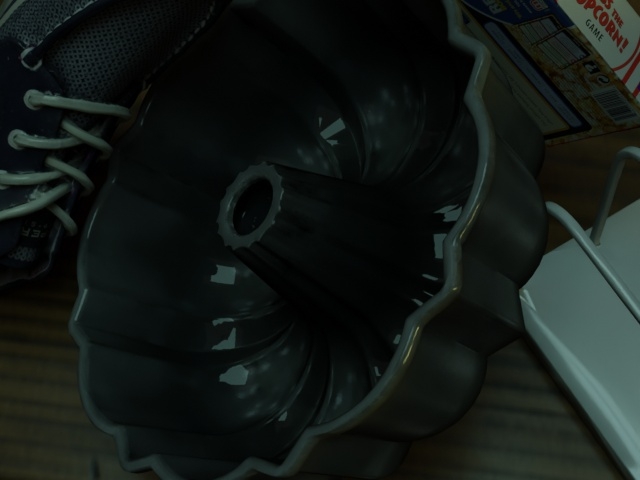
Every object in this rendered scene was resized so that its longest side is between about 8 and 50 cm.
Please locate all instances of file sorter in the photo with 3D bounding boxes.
[{"bbox_3d":[0.281,0.010,0.713,0.277,0.173,0.193,-30,67,-9],"label":"file sorter"}]

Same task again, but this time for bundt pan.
[{"bbox_3d":[0.000,0.000,0.698,0.331,0.124,0.331,-23,54,37],"label":"bundt pan"}]

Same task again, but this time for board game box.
[{"bbox_3d":[0.110,-0.122,0.742,0.147,0.193,0.045,45,65,-21],"label":"board game box"}]

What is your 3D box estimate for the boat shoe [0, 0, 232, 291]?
[{"bbox_3d":[-0.163,-0.069,0.734,0.340,0.127,0.158,-26,65,42],"label":"boat shoe"}]
